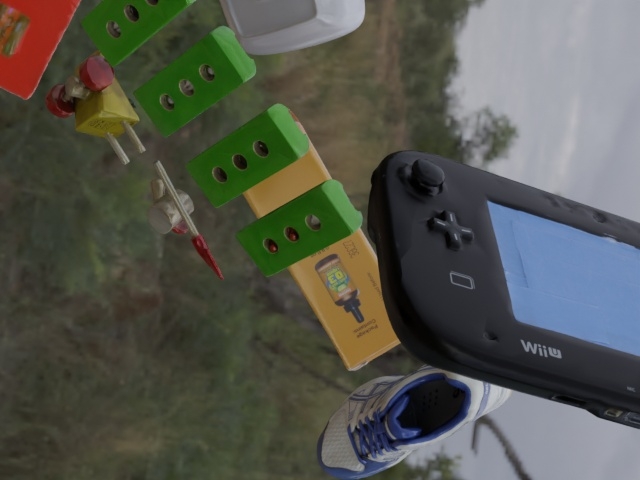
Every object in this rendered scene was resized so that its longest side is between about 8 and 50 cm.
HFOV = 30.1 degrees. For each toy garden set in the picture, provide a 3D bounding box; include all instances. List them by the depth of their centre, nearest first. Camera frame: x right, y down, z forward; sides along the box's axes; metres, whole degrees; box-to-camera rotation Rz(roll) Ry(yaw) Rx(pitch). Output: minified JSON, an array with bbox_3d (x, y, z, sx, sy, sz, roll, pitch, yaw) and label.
[{"bbox_3d":[-0.097,-0.082,0.935,0.203,0.244,0.049,-27,-168,45],"label":"toy garden set"}]

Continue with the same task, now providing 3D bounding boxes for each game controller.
[{"bbox_3d":[0.175,0.042,0.711,0.166,0.319,0.067,-102,-147,-54],"label":"game controller"}]

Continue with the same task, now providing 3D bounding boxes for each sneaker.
[{"bbox_3d":[0.092,0.218,1.482,0.112,0.296,0.131,60,28,10],"label":"sneaker"}]

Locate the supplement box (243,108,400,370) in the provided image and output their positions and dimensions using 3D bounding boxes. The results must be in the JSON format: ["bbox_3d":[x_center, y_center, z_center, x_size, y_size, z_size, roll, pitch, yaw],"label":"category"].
[{"bbox_3d":[0.000,0.000,1.089,0.233,0.078,0.080,60,1,-16],"label":"supplement box"}]

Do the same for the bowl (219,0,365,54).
[{"bbox_3d":[-0.039,-0.241,1.088,0.053,0.142,0.142,-40,116,-57],"label":"bowl"}]

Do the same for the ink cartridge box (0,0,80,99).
[{"bbox_3d":[-0.207,-0.204,0.568,0.189,0.232,0.066,-62,172,1],"label":"ink cartridge box"}]
